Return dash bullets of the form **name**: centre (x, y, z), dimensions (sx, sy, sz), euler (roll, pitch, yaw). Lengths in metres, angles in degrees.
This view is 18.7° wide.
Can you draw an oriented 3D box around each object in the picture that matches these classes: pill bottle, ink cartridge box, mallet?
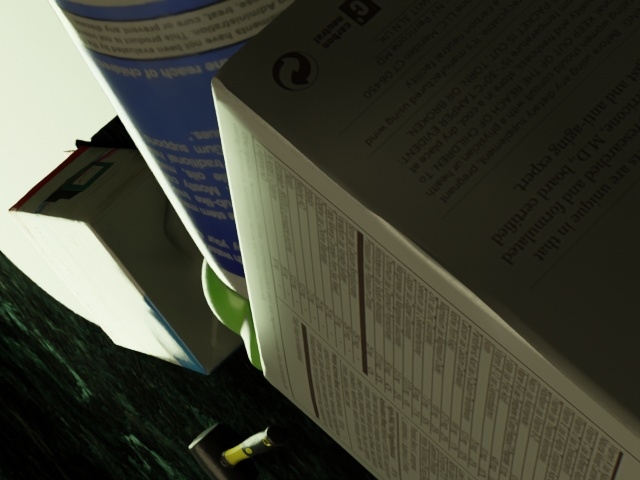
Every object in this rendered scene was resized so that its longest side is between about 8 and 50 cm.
- **pill bottle**: centre (-0.003, -0.067, 0.749), dimensions (0.152, 0.152, 0.272), euler (28, 154, 46)
- **ink cartridge box**: centre (-0.131, 0.008, 1.342), dimensions (0.134, 0.078, 0.231), euler (53, 162, -18)
- **mallet**: centre (-0.069, 0.169, 1.631), dimensions (0.062, 0.039, 0.189), euler (48, 158, 6)

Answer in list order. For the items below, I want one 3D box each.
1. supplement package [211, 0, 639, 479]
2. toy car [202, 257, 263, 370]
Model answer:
- **supplement package**: centre (0.137, 0.020, 0.530), dimensions (0.263, 0.199, 0.198), euler (41, 162, 20)
- **toy car**: centre (0.038, 0.064, 0.982), dimensions (0.225, 0.053, 0.239), euler (20, 157, 9)
